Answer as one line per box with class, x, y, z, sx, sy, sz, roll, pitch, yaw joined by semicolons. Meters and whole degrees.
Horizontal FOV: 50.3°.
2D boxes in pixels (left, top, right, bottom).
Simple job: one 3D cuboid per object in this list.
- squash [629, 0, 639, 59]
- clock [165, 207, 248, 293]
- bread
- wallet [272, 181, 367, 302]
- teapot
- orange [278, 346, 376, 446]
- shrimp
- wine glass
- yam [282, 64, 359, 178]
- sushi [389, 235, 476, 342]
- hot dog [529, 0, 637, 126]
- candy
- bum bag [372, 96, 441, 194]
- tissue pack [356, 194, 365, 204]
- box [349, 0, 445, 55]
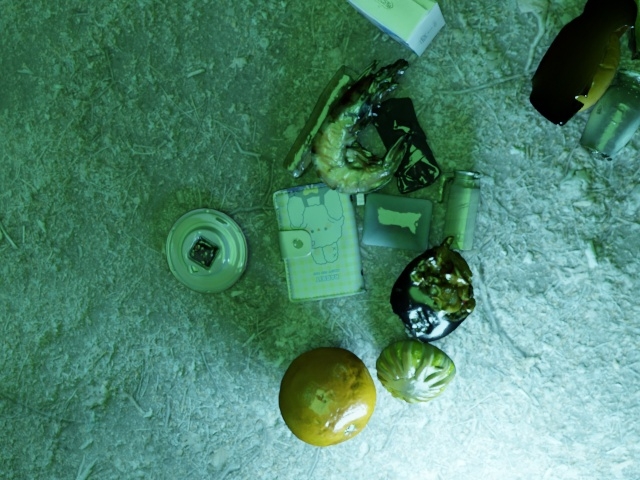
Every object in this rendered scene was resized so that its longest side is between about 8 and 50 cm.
squash;0.751;-0.518;1.597;0.052;0.052;0.183;-3;100;13
clock;-0.317;0.029;1.896;0.244;0.056;0.244;2;98;13
bread;0.237;0.342;1.748;0.213;0.105;0.213;13;138;12
wallet;0.000;0.000;1.812;0.223;0.077;0.310;-8;94;11
teapot;0.345;-0.082;1.730;0.107;0.077;0.200;12;100;31
orange;0.016;0.403;1.768;0.261;0.261;0.261;2;97;12
shrimp;0.131;-0.275;1.706;0.233;0.071;0.365;40;102;6
wine glass;0.697;-0.295;1.602;0.111;0.111;0.204;28;101;8
yam;0.000;-0.308;1.777;0.071;0.067;0.317;25;105;-28
sushi;0.286;0.117;1.678;0.213;0.200;0.204;44;130;-9
hot dog;0.632;-0.411;1.593;0.326;0.107;0.194;-48;56;12
candy;0.198;-0.048;1.764;0.174;0.071;0.138;8;101;12
bum bag;0.214;-0.246;1.741;0.123;0.060;0.248;-25;89;18
tissue pack;0.103;-0.147;1.781;0.023;0.056;0.108;-5;97;8
box;0.174;-0.548;1.602;0.203;0.274;0.116;39;105;5
